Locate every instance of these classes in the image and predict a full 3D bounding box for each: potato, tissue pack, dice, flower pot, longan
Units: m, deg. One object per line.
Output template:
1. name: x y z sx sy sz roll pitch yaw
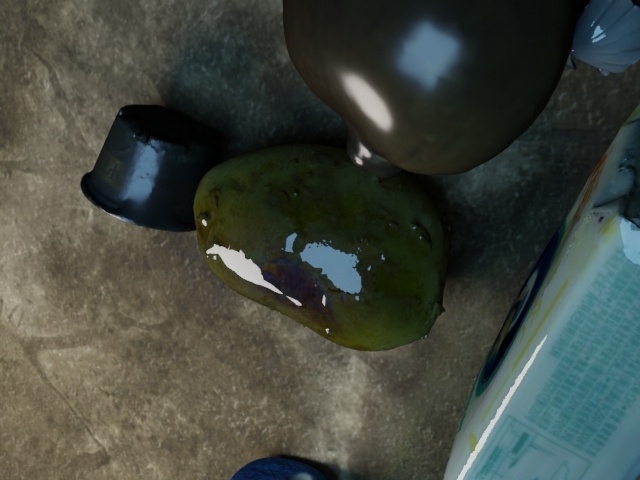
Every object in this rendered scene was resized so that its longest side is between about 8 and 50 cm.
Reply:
1. potato: 0.000 0.000 1.179 0.307 0.173 0.210 19 125 15
2. tissue pack: 0.266 0.090 1.017 0.162 0.287 0.388 27 126 5
3. dice: -0.055 0.386 1.433 0.146 0.146 0.143 6 120 25
4. flower pot: -0.192 -0.092 1.254 0.157 0.157 0.107 24 112 15
5. longan: 0.091 -0.193 0.968 0.243 0.300 0.300 11 130 -23

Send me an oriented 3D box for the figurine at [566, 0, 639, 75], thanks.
1. figurine: 0.261 -0.196 1.004 0.086 0.082 0.094 -13 121 15
